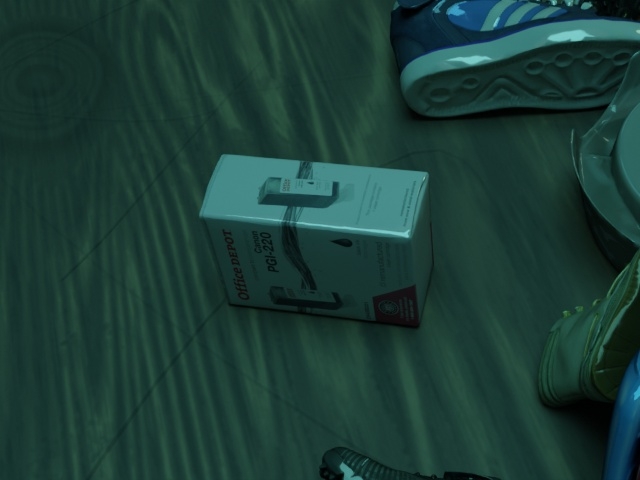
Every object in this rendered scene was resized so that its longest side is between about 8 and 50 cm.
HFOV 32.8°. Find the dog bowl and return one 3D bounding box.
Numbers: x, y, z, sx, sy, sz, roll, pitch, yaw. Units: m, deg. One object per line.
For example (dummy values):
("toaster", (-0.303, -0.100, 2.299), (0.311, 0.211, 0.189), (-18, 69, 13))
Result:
("dog bowl", (0.438, -0.067, 1.148), (0.348, 0.102, 0.349), (-4, 51, 5))

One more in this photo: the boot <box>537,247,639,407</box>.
("boot", (0.286, 0.062, 1.012), (0.077, 0.165, 0.213), (34, 75, -1))

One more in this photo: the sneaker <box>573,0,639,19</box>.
("sneaker", (0.401, -0.354, 1.411), (0.237, 0.085, 0.086), (-43, 31, -20))

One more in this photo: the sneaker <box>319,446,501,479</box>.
("sneaker", (0.110, 0.241, 0.964), (0.234, 0.078, 0.106), (31, 58, 24))

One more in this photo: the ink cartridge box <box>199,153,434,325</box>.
("ink cartridge box", (0.000, 0.000, 1.120), (0.218, 0.158, 0.092), (7, 53, 15))

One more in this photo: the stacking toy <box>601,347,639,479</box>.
("stacking toy", (0.370, 0.176, 0.796), (0.302, 0.166, 0.175), (27, 46, 32))

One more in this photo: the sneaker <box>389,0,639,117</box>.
("sneaker", (0.244, -0.278, 1.329), (0.322, 0.130, 0.236), (-7, 54, 10))
